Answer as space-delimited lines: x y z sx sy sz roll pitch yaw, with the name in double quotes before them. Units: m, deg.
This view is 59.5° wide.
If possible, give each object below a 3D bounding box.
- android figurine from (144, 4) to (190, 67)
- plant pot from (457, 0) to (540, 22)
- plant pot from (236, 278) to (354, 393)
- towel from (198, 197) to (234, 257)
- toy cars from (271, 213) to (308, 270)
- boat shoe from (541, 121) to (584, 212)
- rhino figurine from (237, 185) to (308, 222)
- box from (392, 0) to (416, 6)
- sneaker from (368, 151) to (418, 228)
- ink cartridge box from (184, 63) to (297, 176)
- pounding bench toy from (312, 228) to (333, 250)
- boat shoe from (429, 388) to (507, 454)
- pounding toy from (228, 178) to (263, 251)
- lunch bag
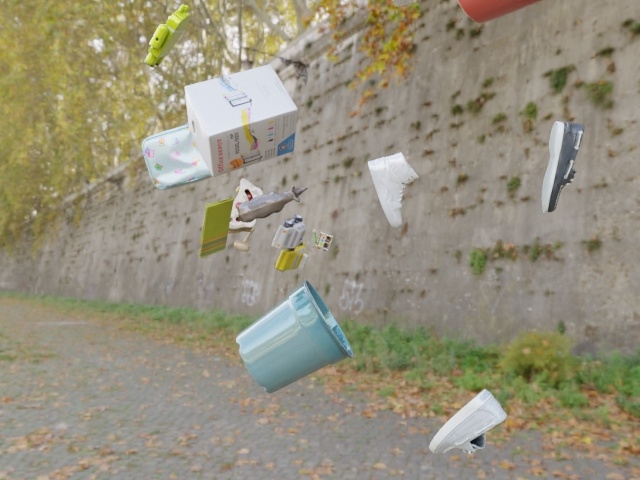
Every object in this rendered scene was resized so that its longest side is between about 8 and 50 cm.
"android figurine" -0.605 -0.817 2.229 0.056 0.273 0.248 35 19 -12
"plant pot" 0.463 -0.687 1.383 0.243 0.274 0.275 -20 -18 40
"plant pot" -0.106 0.369 2.067 0.334 0.341 0.341 -32 -8 3
"towel" -0.340 -0.041 1.816 0.102 0.021 0.237 -22 -33 -35
"toy cars" -0.091 0.023 2.019 0.087 0.176 0.393 28 -21 10
"boat shoe" 0.781 -0.229 1.807 0.091 0.302 0.114 5 25 9
"rhino figurine" -0.150 -0.118 1.750 0.243 0.073 0.106 -21 4 0
"box" 0.287 -0.958 2.021 0.091 0.130 0.170 12 -13 46
"sneaker" 0.311 -0.197 2.197 0.169 0.292 0.108 -18 17 12
"ink cartridge box" -0.201 -0.301 1.413 0.233 0.168 0.171 -21 -25 -18
"pounding bench toy" 0.000 0.000 2.132 0.083 0.065 0.052 21 4 0
"boat shoe" 0.298 0.392 1.137 0.079 0.081 0.227 -22 -31 -39
"pounding toy" -0.328 -0.097 2.226 0.154 0.269 0.155 14 -15 -5
"lunch bag" -0.523 -0.326 2.131 0.279 0.224 0.108 -18 5 -12
